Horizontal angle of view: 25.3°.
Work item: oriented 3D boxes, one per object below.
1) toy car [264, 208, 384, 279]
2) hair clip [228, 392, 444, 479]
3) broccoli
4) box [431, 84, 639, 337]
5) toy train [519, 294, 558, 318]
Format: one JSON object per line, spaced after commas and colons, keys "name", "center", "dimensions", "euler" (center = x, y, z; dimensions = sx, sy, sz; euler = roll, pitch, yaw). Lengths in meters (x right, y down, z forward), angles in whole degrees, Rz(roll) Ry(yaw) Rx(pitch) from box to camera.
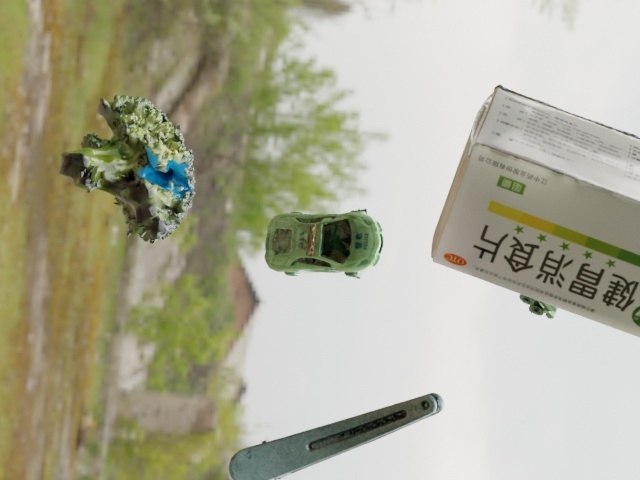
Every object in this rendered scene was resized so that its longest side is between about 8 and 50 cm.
{"name": "toy car", "center": [0.000, 0.000, 1.871], "dimensions": [0.058, 0.186, 0.093], "euler": [15, 78, -50]}
{"name": "hair clip", "center": [0.026, 0.215, 1.597], "dimensions": [0.083, 0.275, 0.048], "euler": [6, 63, -58]}
{"name": "broccoli", "center": [-0.224, -0.082, 1.657], "dimensions": [0.154, 0.160, 0.167], "euler": [16, -75, 42]}
{"name": "box", "center": [0.310, -0.022, 1.612], "dimensions": [0.145, 0.333, 0.173], "euler": [-63, 172, -52]}
{"name": "toy train", "center": [0.266, 0.060, 1.726], "dimensions": [0.053, 0.083, 0.033], "euler": [-13, -142, 49]}
